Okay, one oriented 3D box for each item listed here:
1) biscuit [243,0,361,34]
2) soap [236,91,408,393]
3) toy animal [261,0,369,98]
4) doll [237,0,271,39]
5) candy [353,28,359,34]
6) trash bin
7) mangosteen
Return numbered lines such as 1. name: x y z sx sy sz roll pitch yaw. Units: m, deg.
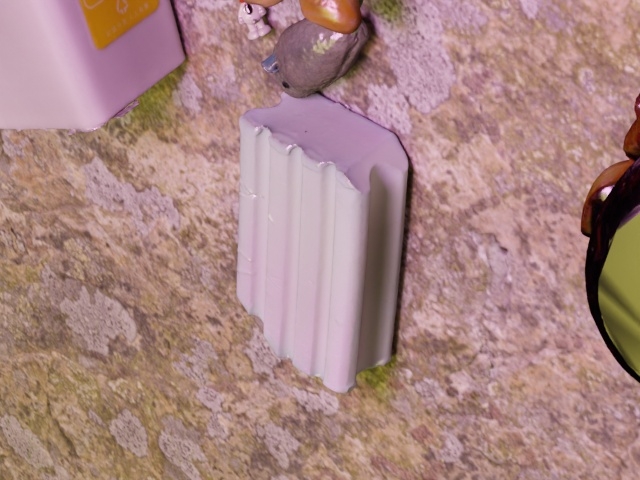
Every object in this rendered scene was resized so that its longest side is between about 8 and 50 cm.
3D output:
1. biscuit: -0.001 -0.311 1.797 0.164 0.047 0.208 22 101 35
2. soap: 0.000 0.000 2.027 0.173 0.095 0.289 30 134 32
3. toy animal: 0.015 -0.222 1.888 0.079 0.070 0.253 39 137 4
4. doll: -0.076 -0.253 1.987 0.058 0.040 0.085 -40 107 13
5. candy: -0.055 -0.278 1.897 0.288 0.078 0.084 38 99 35
6. trash bin: -0.327 -0.316 2.066 0.296 0.256 0.367 2 124 38
7. mangosteen: 0.329 -0.004 1.546 0.287 0.233 0.287 20 123 35
